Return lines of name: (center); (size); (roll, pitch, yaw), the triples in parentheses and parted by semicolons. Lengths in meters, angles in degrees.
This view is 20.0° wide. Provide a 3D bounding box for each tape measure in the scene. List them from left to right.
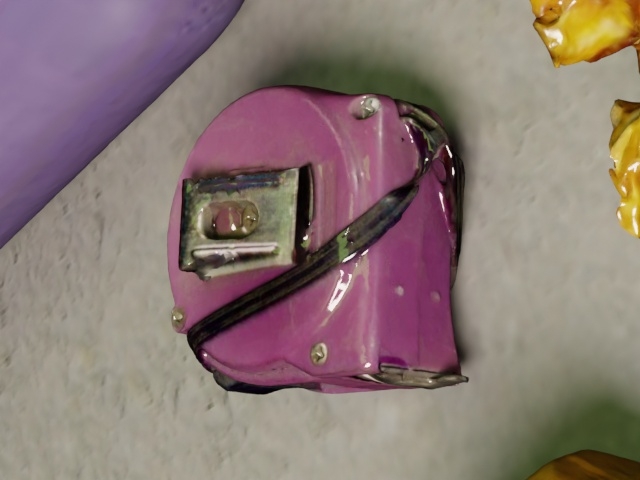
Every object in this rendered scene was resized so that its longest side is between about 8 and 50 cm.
tape measure: (0.000, 0.000, 0.681); (0.125, 0.074, 0.118); (-11, 73, 42)

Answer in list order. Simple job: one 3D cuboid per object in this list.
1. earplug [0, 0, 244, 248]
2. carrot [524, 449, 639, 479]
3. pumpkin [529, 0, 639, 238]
earplug: (-0.207, -0.070, 0.821); (0.456, 0.215, 0.215); (-36, 58, 31)
carrot: (0.044, 0.208, 0.572); (0.114, 0.114, 0.301); (41, 113, 42)
pumpkin: (0.159, -0.012, 0.502); (0.131, 0.126, 0.248); (-20, 87, 33)
